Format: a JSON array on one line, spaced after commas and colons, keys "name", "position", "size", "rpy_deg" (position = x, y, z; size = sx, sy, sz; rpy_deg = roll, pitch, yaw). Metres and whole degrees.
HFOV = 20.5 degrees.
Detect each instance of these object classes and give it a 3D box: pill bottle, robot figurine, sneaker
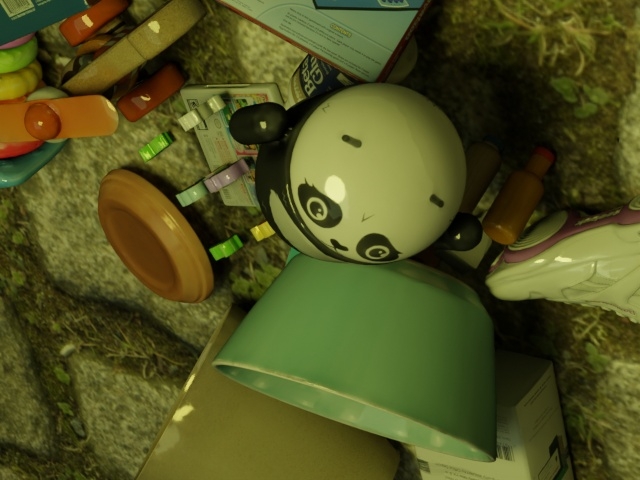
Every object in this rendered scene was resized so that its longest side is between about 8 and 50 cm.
[{"name": "pill bottle", "position": [0.023, -0.163, 1.834], "size": [0.094, 0.094, 0.169], "rpy_deg": [45, 141, 2]}, {"name": "robot figurine", "position": [0.032, -0.059, 1.683], "size": [0.278, 0.209, 0.174], "rpy_deg": [-177, 76, -75]}, {"name": "sneaker", "position": [0.288, 0.039, 1.747], "size": [0.305, 0.114, 0.152], "rpy_deg": [-14, 111, 48]}]

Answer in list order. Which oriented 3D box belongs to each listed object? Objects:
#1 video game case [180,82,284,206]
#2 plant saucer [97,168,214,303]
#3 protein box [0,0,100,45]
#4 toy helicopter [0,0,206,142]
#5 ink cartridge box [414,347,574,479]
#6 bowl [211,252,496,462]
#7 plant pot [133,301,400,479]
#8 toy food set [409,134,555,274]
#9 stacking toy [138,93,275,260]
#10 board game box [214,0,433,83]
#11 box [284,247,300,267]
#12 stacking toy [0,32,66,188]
[{"name": "video game case", "position": [-0.081, -0.108, 2.040], "size": [0.143, 0.019, 0.157], "rpy_deg": [3, 123, 41]}, {"name": "plant saucer", "position": [-0.212, 0.002, 2.204], "size": [0.200, 0.037, 0.200], "rpy_deg": [39, 153, 25]}, {"name": "protein box", "position": [-0.319, -0.349, 1.958], "size": [0.199, 0.136, 0.201], "rpy_deg": [-12, 114, 48]}, {"name": "toy helicopter", "position": [-0.227, -0.188, 1.894], "size": [0.140, 0.235, 0.355], "rpy_deg": [54, 154, -8]}, {"name": "ink cartridge box", "position": [0.193, 0.234, 2.019], "size": [0.160, 0.092, 0.219], "rpy_deg": [12, 130, 36]}, {"name": "bowl", "position": [0.058, 0.107, 1.849], "size": [0.311, 0.163, 0.311], "rpy_deg": [18, 169, 4]}, {"name": "plant pot", "position": [-0.051, 0.253, 2.169], "size": [0.274, 0.256, 0.256], "rpy_deg": [29, 141, -2]}, {"name": "toy food set", "position": [0.146, -0.045, 1.850], "size": [0.111, 0.104, 0.232], "rpy_deg": [36, 160, -7]}, {"name": "stacking toy", "position": [-0.128, -0.063, 2.055], "size": [0.167, 0.052, 0.221], "rpy_deg": [57, 151, -5]}, {"name": "board game box", "position": [-0.023, -0.274, 1.759], "size": [0.281, 0.145, 0.027], "rpy_deg": [31, -179, 20]}, {"name": "box", "position": [0.000, 0.000, 1.981], "size": [0.060, 0.100, 0.244], "rpy_deg": [18, 137, 0]}, {"name": "stacking toy", "position": [-0.401, -0.231, 2.144], "size": [0.175, 0.166, 0.302], "rpy_deg": [16, 123, 12]}]
